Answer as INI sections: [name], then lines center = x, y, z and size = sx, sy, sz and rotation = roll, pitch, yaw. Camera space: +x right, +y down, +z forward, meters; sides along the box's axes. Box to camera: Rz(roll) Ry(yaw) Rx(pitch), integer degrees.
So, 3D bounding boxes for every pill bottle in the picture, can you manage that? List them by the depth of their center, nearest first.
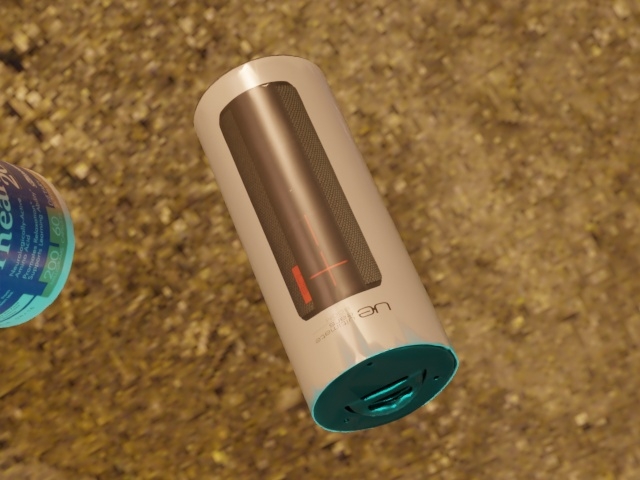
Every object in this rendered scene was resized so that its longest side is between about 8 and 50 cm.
[pill bottle]
center = -0.149, -0.004, 0.593
size = 0.120, 0.067, 0.067
rotation = 17, 51, -66

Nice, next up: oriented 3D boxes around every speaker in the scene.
[speaker]
center = 0.000, 0.000, 0.578
size = 0.055, 0.055, 0.136
rotation = 9, 46, -41
